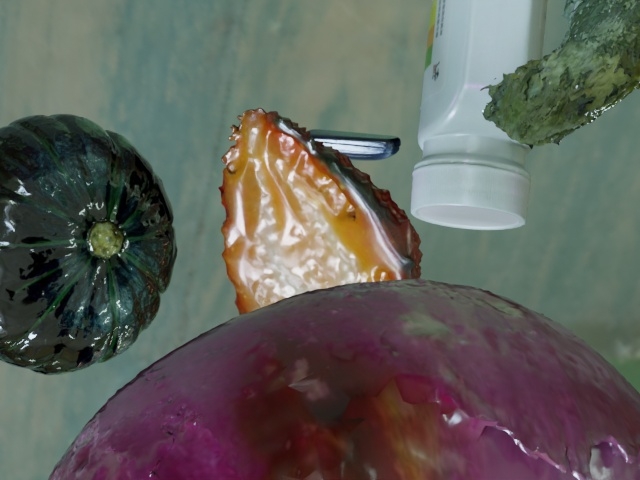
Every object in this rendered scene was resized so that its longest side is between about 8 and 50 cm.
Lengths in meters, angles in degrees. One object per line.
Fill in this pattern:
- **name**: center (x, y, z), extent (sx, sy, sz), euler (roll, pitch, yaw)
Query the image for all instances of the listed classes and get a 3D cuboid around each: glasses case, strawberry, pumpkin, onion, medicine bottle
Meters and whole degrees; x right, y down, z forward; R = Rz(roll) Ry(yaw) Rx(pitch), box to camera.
- **glasses case**: center (0.026, -0.080, 1.527), extent (0.083, 0.033, 0.023), euler (4, 105, 12)
- **strawberry**: center (0.001, 0.004, 1.273), extent (0.140, 0.192, 0.085), euler (-58, 168, 15)
- **pumpkin**: center (-0.196, 0.003, 1.321), extent (0.150, 0.194, 0.194), euler (-17, 141, 30)
- **onion**: center (0.005, 0.194, 0.871), extent (0.358, 0.345, 0.358), euler (2, 86, -31)
- **medicine bottle**: center (0.147, -0.163, 1.621), extent (0.111, 0.296, 0.161), euler (5, 171, -2)

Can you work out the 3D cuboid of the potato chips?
- **potato chips**: center (0.222, -0.173, 1.462), extent (0.029, 0.202, 0.220), euler (28, 97, -34)
